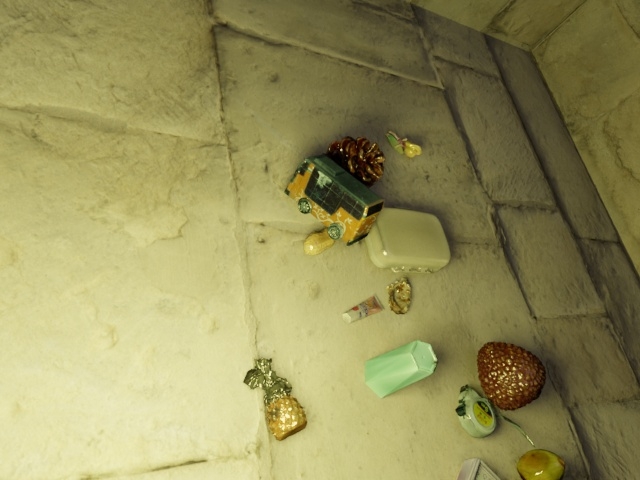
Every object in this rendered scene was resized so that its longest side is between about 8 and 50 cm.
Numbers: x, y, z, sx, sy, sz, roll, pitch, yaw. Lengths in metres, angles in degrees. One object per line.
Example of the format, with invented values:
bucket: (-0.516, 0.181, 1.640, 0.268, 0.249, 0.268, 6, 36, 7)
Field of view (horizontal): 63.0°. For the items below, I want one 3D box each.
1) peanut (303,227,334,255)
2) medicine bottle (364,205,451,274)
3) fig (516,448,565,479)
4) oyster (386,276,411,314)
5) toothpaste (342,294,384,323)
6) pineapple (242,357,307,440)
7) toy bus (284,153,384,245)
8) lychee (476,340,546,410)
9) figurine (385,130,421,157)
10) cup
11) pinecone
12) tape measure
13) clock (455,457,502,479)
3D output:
peanut: (0.000, 0.000, 1.879, 0.174, 0.080, 0.080, -27, 80, -45)
medicine bottle: (0.345, -0.004, 2.080, 0.375, 0.123, 0.282, 4, 59, -31)
fig: (0.784, 0.811, 1.847, 0.154, 0.165, 0.144, 33, 30, 2)
oyster: (0.296, 0.202, 1.966, 0.105, 0.056, 0.177, 38, 48, -18)
toothpaste: (0.153, 0.247, 1.853, 0.194, 0.043, 0.067, -18, 70, -46)
pineapple: (-0.131, 0.443, 1.497, 0.237, 0.111, 0.119, 60, 16, 22)
toy bus: (0.049, -0.152, 1.875, 0.323, 0.194, 0.162, 40, 33, 17)
lychee: (0.697, 0.491, 1.948, 0.271, 0.271, 0.271, 17, 54, -25)
figurine: (0.382, -0.448, 2.420, 0.187, 0.083, 0.083, 42, 47, 7)
cup: (0.264, 0.415, 1.692, 0.148, 0.236, 0.134, 43, 49, -8)
pinecone: (0.125, -0.286, 2.018, 0.244, 0.309, 0.244, 1, 87, -22)
tape measure: (0.617, 0.675, 1.870, 0.330, 0.084, 0.164, 42, 49, -5)
clock: (0.536, 0.837, 1.724, 0.193, 0.073, 0.144, 45, 47, -3)
